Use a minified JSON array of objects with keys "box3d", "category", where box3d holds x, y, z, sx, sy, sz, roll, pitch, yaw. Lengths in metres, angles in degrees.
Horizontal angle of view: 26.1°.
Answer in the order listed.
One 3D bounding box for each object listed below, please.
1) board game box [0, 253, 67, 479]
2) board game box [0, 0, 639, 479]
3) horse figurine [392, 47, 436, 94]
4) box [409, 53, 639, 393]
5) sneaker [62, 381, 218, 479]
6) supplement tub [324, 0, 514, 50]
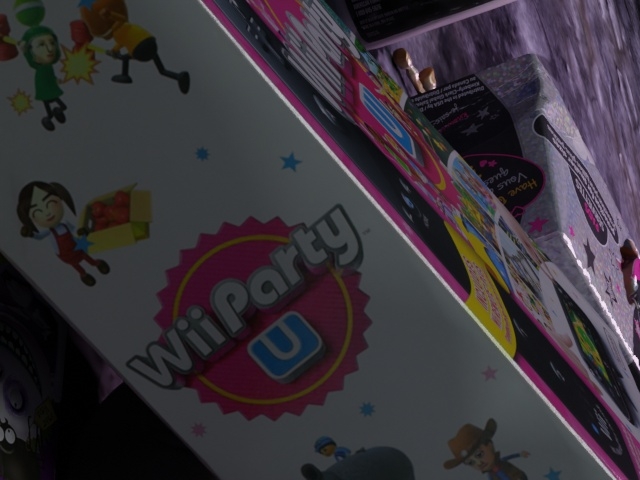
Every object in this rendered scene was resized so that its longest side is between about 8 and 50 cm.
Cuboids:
[{"box3d":[-0.176,0.007,0.298,0.347,0.056,0.208,47,37,-49],"category":"board game box"},{"box3d":[0.000,0.000,0.492,0.303,0.097,0.224,47,13,-13],"category":"board game box"},{"box3d":[0.109,-0.029,1.011,0.174,0.066,0.263,52,26,-31],"category":"horse figurine"},{"box3d":[0.104,0.044,0.800,0.247,0.163,0.142,52,27,-42],"category":"box"},{"box3d":[-0.046,0.136,0.499,0.217,0.079,0.121,-72,151,-58],"category":"sneaker"},{"box3d":[0.047,-0.297,0.880,0.316,0.193,0.193,70,21,-9],"category":"supplement tub"}]
